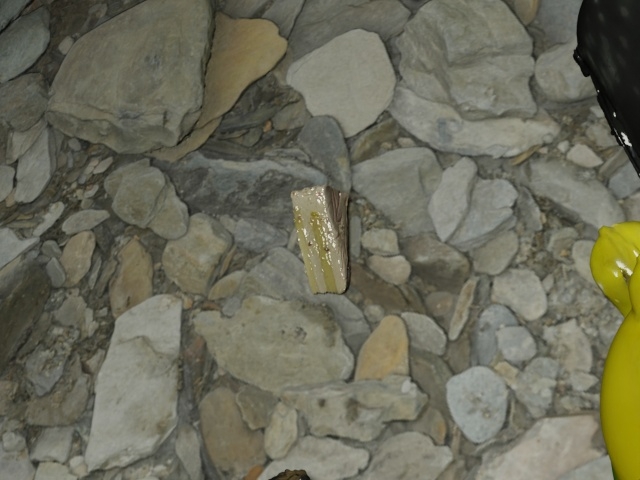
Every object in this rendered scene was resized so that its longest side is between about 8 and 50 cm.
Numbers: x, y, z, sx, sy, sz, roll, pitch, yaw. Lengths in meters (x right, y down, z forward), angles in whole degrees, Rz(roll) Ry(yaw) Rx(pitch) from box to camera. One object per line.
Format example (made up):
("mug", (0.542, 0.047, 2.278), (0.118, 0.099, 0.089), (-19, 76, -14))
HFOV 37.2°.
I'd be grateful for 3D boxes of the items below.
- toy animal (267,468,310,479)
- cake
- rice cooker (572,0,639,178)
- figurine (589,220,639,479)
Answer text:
("toy animal", (-0.098, 0.289, 0.907), (0.220, 0.069, 0.086), (-22, 31, 10))
("cake", (0.000, 0.000, 1.038), (0.052, 0.065, 0.121), (-13, 62, 26))
("rice cooker", (0.351, -0.148, 0.805), (0.224, 0.267, 0.267), (-27, 51, 16))
("figurine", (0.284, 0.143, 0.596), (0.231, 0.340, 0.323), (-33, 49, 8))
